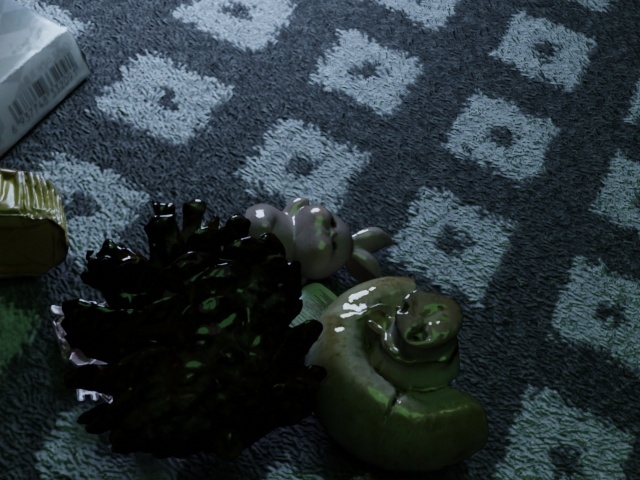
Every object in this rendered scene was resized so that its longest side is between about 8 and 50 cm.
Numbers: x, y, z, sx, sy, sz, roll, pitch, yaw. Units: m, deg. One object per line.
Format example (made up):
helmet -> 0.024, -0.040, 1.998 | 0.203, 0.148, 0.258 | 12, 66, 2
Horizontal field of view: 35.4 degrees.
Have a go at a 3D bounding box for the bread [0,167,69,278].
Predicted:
bread -> -0.419, -0.025, 1.263 | 0.191, 0.132, 0.114 | -4, 53, -19

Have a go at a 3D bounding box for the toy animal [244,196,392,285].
toy animal -> 0.000, 0.000, 1.350 | 0.213, 0.124, 0.124 | 1, 53, -8

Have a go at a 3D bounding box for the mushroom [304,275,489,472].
mushroom -> 0.078, 0.158, 1.198 | 0.189, 0.195, 0.253 | -18, 56, -20

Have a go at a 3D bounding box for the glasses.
glasses -> -0.213, 0.096, 1.244 | 0.255, 0.095, 0.162 | -31, 70, -28

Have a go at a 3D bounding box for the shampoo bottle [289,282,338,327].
shampoo bottle -> -0.034, 0.121, 1.293 | 0.077, 0.045, 0.152 | 39, 53, 14

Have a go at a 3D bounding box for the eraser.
eraser -> -0.524, -0.194, 1.398 | 0.213, 0.082, 0.396 | 27, 52, 9

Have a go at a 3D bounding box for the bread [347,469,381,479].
bread -> 0.100, 0.442, 1.038 | 0.165, 0.113, 0.416 | -23, 60, -29

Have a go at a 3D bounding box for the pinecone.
pinecone -> -0.147, 0.100, 1.110 | 0.298, 0.242, 0.295 | -2, 86, -34
